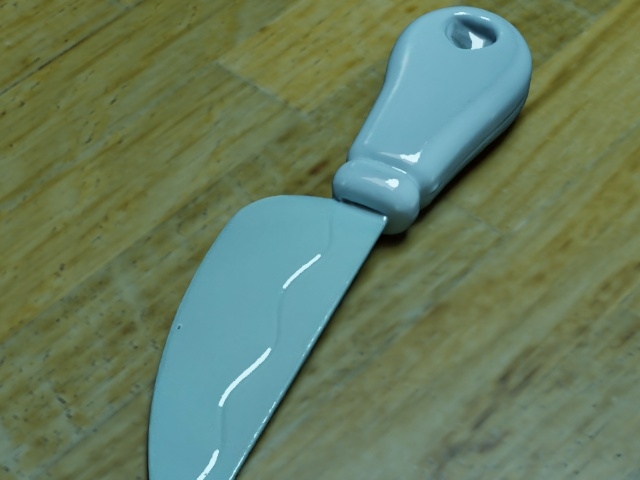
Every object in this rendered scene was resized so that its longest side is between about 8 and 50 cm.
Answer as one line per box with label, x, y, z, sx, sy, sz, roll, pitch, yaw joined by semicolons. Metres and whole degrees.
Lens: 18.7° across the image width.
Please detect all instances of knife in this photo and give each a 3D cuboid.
knife;-0.001;-0.001;0.886;0.080;0.044;0.331;25;53;18
